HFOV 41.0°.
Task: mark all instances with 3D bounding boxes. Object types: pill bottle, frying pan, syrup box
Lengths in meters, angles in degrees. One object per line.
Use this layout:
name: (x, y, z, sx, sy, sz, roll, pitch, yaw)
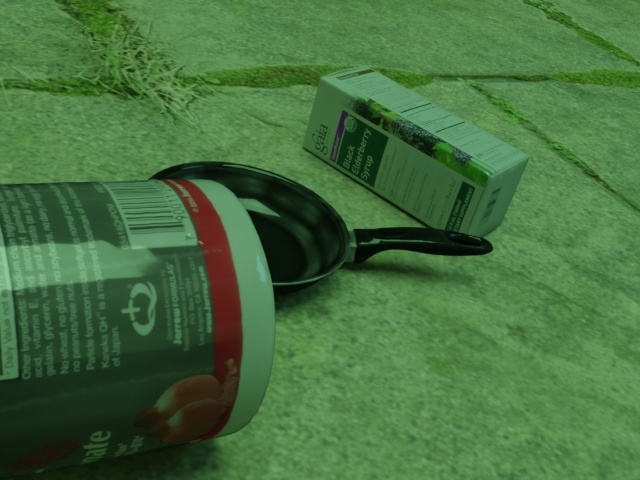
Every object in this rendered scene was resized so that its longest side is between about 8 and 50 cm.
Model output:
pill bottle: (-0.203, 0.055, 0.508, 0.319, 0.176, 0.176, -4, 38, -29)
frying pan: (-0.017, -0.017, 0.819, 0.326, 0.053, 0.197, -5, 38, -34)
syrup box: (0.101, -0.101, 0.959, 0.237, 0.093, 0.096, 34, 37, 25)
